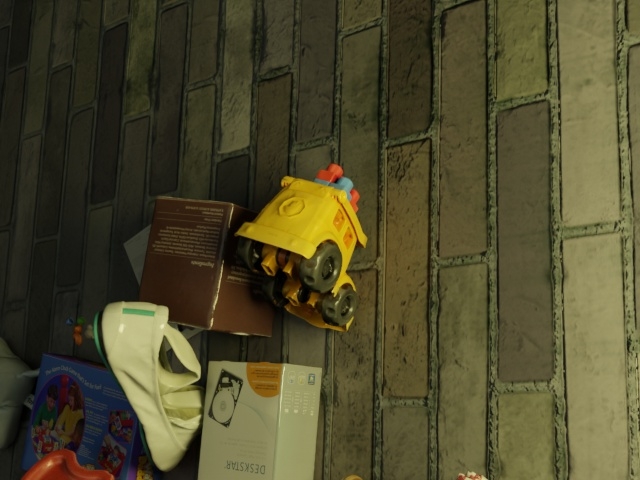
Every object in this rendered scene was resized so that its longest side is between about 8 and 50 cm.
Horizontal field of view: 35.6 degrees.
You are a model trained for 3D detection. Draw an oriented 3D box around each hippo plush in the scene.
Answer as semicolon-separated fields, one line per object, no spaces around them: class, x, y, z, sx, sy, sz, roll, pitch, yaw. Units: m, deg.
hippo plush;-0.736;0.317;2.074;0.294;0.236;0.234;9;86;44

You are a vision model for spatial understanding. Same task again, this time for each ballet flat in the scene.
ballet flat;-0.250;0.247;1.617;0.139;0.400;0.139;-6;44;6

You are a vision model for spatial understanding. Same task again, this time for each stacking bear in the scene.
stacking bear;-0.418;0.536;1.732;0.175;0.164;0.289;16;131;39

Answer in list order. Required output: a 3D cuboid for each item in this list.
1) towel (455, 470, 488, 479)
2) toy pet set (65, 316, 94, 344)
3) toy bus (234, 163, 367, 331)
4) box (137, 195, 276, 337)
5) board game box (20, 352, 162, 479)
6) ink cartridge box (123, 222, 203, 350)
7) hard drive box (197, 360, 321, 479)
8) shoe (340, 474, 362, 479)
towel;0.249;0.469;1.212;0.329;0.037;0.237;35;104;33
toy pet set;-0.395;0.176;1.875;0.065;0.122;0.114;-38;72;25
toy bus;0.000;0.000;1.514;0.149;0.220;0.211;15;60;33
box;-0.175;0.044;1.640;0.167;0.168;0.203;7;84;33
board game box;-0.423;0.354;1.880;0.347;0.078;0.233;6;84;44
ink cartridge box;-0.255;0.066;1.825;0.181;0.056;0.224;-31;79;35
hard drive box;-0.098;0.310;1.576;0.181;0.089;0.232;-6;76;43
shoe;0.019;0.445;1.441;0.058;0.076;0.219;7;87;39
